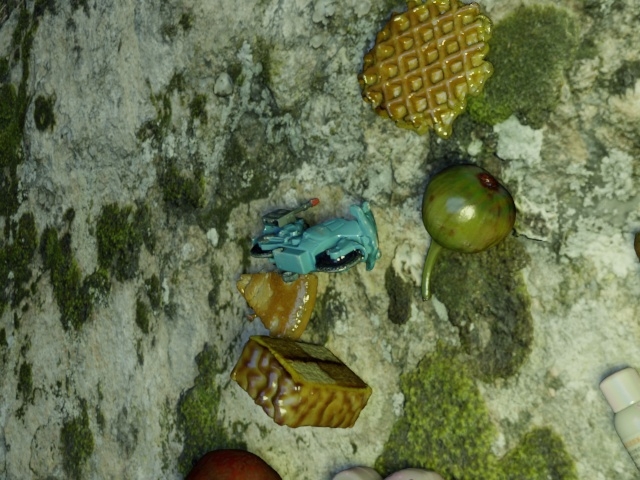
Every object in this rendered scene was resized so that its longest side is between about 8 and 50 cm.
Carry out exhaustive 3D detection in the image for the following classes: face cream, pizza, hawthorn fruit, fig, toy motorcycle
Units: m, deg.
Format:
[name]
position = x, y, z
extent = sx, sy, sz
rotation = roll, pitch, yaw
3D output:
[face cream]
position = 0.467, 0.297, 1.016
extent = 0.082, 0.082, 0.269
rotation = -37, 66, 28
[pizza]
position = -0.087, 0.112, 1.446
extent = 0.194, 0.069, 0.154
rotation = 23, 99, 42
[hawthorn fruit]
position = -0.172, 0.473, 1.401
extent = 0.248, 0.208, 0.208
rotation = 25, 101, 55
[fig]
position = 0.211, -0.006, 1.228
extent = 0.149, 0.149, 0.245
rotation = 50, 133, 28
[toy motorcycle]
position = 0.000, 0.000, 1.337
extent = 0.272, 0.182, 0.123
rotation = 10, 122, 47

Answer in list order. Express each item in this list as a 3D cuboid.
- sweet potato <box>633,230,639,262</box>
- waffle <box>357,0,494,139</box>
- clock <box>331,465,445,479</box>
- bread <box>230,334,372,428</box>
[sweet potato]
position = 0.530, 0.104, 0.980
extent = 0.310, 0.098, 0.124
rotation = 30, 82, 36
[waffle]
position = 0.182, -0.304, 1.302
extent = 0.243, 0.059, 0.238
rotation = 32, 101, 31
[clock]
position = 0.149, 0.514, 1.209
extent = 0.322, 0.113, 0.295
rotation = 5, 89, 38
[bread]
position = -0.031, 0.240, 1.300
extent = 0.181, 0.222, 0.096
rotation = 39, 105, 42
